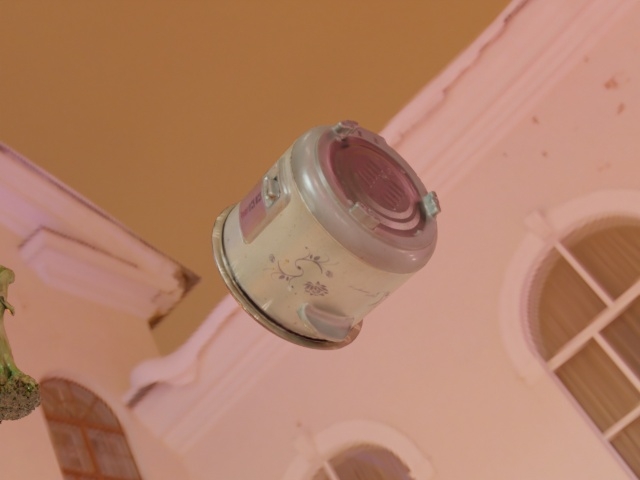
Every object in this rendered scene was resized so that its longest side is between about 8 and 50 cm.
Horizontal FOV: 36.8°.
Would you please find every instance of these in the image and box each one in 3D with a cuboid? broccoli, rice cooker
[{"bbox_3d":[-0.518,0.154,1.396,0.269,0.269,0.254,-15,-11,-22],"label":"broccoli"},{"bbox_3d":[0.000,0.000,1.354,0.264,0.317,0.317,18,-60,-34],"label":"rice cooker"}]
